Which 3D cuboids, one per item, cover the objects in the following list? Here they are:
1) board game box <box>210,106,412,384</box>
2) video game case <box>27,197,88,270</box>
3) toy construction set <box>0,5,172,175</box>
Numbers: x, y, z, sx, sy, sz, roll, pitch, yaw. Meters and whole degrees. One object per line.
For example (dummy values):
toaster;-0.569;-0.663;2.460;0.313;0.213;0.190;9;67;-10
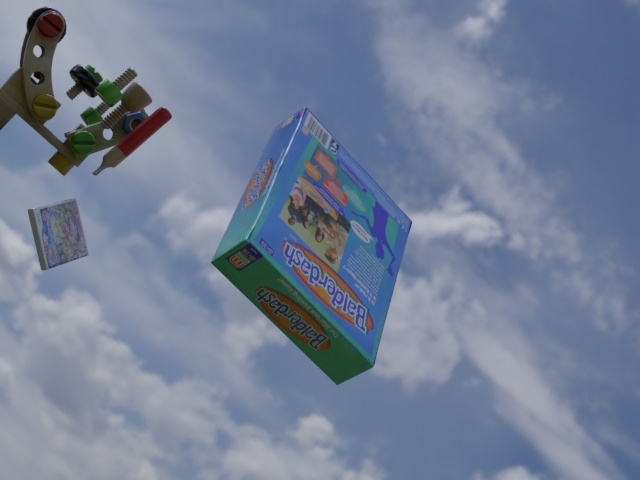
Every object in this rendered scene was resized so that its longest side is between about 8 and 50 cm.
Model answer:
board game box;0.000;0.000;1.057;0.047;0.210;0.160;-31;-67;32
video game case;-0.369;-0.010;1.689;0.011;0.122;0.087;-9;-84;19
toy construction set;-0.388;-0.170;1.759;0.309;0.237;0.257;33;-18;46
